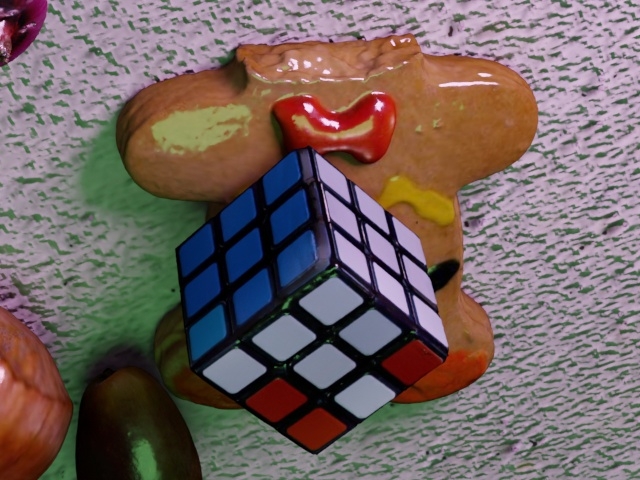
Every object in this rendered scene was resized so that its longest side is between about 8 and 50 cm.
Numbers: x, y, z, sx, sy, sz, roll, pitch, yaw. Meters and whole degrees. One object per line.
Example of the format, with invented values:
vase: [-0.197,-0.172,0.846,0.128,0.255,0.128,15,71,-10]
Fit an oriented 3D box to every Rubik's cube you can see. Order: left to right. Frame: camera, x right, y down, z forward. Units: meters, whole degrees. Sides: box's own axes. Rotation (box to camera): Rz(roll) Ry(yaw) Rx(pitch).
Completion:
Rubik's cube: [-0.010,0.050,1.547,0.162,0.160,0.163,-36,127,20]

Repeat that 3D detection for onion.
onion: [-0.268,-0.179,1.448,0.115,0.104,0.115,-20,148,-13]

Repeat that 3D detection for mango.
mango: [-0.171,0.233,1.768,0.133,0.111,0.267,23,139,28]

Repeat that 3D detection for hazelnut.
hazelnut: [-0.327,0.154,1.637,0.176,0.214,0.214,1,145,47]

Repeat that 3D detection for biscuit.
biscuit: [0.000,0.000,1.657,0.368,0.076,0.394,-1,128,-11]
